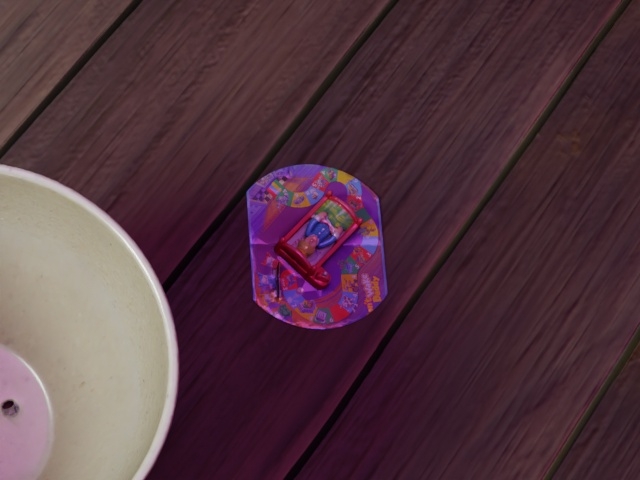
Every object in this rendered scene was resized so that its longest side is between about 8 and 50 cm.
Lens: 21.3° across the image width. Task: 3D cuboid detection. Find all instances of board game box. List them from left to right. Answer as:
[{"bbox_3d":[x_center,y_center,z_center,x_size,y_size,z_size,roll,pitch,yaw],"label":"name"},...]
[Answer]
[{"bbox_3d":[0.000,0.000,1.630,0.133,0.033,0.168,0,71,-13],"label":"board game box"}]

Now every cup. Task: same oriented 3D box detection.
[{"bbox_3d":[-0.296,0.128,1.406,0.331,0.237,0.331,4,71,-12],"label":"cup"}]
